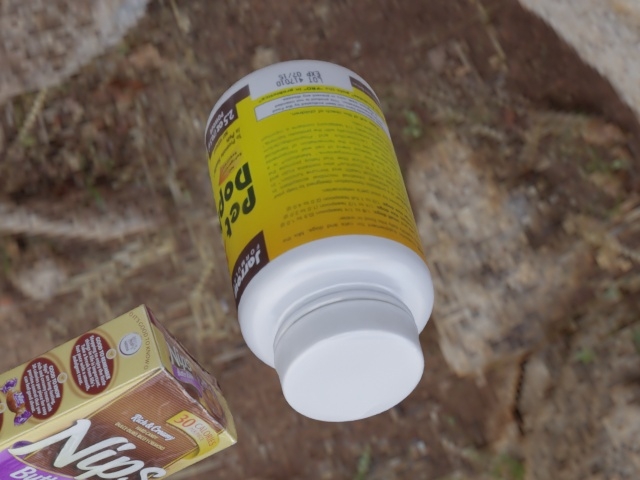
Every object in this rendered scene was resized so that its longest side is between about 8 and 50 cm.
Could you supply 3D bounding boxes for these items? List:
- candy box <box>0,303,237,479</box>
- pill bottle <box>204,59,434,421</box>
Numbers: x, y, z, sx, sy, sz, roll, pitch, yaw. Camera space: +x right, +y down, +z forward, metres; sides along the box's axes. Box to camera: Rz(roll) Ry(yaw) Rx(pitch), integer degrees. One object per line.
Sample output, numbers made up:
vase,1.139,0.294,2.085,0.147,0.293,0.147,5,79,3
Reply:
candy box,-0.157,0.119,1.114,0.186,0.053,0.109,-28,143,7
pill bottle,0.000,0.000,1.133,0.117,0.215,0.117,-8,139,-7
